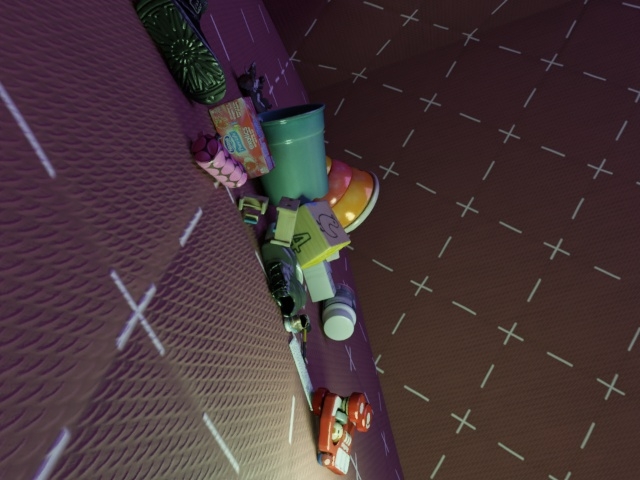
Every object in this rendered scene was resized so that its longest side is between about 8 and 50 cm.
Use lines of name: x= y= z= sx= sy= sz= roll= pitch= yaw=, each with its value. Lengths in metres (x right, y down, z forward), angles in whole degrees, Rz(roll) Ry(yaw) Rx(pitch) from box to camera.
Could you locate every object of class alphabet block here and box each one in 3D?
alphabet block: x=-0.037 y=-0.019 z=1.873 sx=0.197 sy=0.193 sz=0.192 roll=59 pitch=30 yaw=8

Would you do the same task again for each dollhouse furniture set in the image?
dollhouse furniture set: x=-0.174 y=-0.079 z=1.621 sx=0.129 sy=0.184 sz=0.129 roll=-79 pitch=-179 yaw=-69

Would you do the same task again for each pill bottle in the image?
pill bottle: x=0.089 y=0.341 z=2.322 sx=0.283 sy=0.162 sz=0.161 roll=-85 pitch=156 yaw=-65

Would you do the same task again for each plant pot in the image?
plant pot: x=-0.120 y=-0.324 z=1.867 sx=0.341 sy=0.342 sz=0.333 roll=-84 pitch=164 yaw=-67

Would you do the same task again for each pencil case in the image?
pencil case: x=-0.285 y=-0.227 z=1.389 sx=0.098 sy=0.095 sz=0.209 roll=60 pitch=2 yaw=20

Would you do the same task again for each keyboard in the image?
keyboard: x=-0.060 y=0.467 z=1.706 sx=0.072 sy=0.014 sz=0.255 roll=-54 pitch=126 yaw=-78

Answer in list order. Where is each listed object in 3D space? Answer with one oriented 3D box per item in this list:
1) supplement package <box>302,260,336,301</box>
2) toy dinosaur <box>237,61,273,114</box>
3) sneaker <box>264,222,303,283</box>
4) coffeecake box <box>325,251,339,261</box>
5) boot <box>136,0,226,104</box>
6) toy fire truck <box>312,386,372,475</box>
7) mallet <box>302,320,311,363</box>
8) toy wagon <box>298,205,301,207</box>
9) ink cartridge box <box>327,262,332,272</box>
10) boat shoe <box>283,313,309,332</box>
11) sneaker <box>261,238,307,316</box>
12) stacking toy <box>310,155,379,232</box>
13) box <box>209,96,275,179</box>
supplement package: x=-0.007 y=0.177 z=2.223 sx=0.105 sy=0.105 sz=0.179 roll=-48 pitch=121 yaw=-79
toy dinosaur: x=-0.276 y=-0.613 z=2.097 sx=0.160 sy=0.121 sz=0.313 roll=-71 pitch=150 yaw=-54
sneaker: x=-0.129 y=0.052 z=1.782 sx=0.151 sy=0.094 sz=0.255 roll=-96 pitch=167 yaw=-60
coffeecake box: x=0.000 y=0.000 z=2.188 sx=0.186 sy=0.068 sz=0.142 roll=25 pitch=-52 yaw=56
boot: x=-0.369 y=-0.589 z=1.380 sx=0.260 sy=0.131 sz=0.347 roll=-96 pitch=165 yaw=-47
toy fire truck: x=0.062 y=0.667 z=1.693 sx=0.302 sy=0.170 sz=0.253 roll=63 pitch=34 yaw=-52
mallet: x=-0.062 y=0.369 z=1.809 sx=0.189 sy=0.039 sz=0.062 roll=-86 pitch=159 yaw=-54
toy wagon: x=-0.071 y=-0.071 z=2.120 sx=0.344 sy=0.068 sz=0.267 roll=46 pitch=-36 yaw=39
ink cartridge box: x=-0.019 y=-0.013 z=2.595 sx=0.175 sy=0.069 sz=0.370 roll=53 pitch=25 yaw=-63
boat shoe: x=-0.075 y=0.297 z=1.746 sx=0.183 sy=0.066 sz=0.066 roll=22 pitch=52 yaw=-78
sneaker: x=-0.128 y=0.129 z=1.647 sx=0.286 sy=0.109 sz=0.130 roll=67 pitch=21 yaw=-15
stacking toy: x=-0.005 y=-0.274 z=2.160 sx=0.480 sy=0.351 sz=0.350 roll=35 pitch=30 yaw=-30
box: x=-0.257 y=-0.338 z=1.618 sx=0.128 sy=0.123 sz=0.256 roll=-77 pitch=149 yaw=-72
